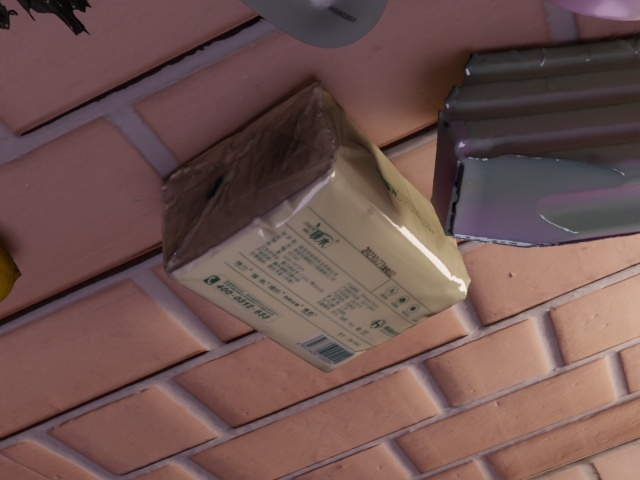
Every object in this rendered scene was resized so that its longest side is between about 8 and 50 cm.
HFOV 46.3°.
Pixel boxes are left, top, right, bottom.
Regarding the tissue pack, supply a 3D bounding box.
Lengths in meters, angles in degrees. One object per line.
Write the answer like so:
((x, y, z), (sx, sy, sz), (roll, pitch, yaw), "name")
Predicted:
((0.000, 0.000, 1.078), (0.297, 0.207, 0.380), (-30, 136, 18), "tissue pack")

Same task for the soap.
((0.363, -0.137, 1.004), (0.447, 0.261, 0.156), (-8, 141, -10), "soap")

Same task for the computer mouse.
((-0.023, -0.302, 0.847), (0.231, 0.079, 0.128), (21, 125, -30), "computer mouse")

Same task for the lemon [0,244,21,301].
((-0.489, 0.043, 1.045), (0.133, 0.109, 0.109), (13, 131, -36), "lemon")

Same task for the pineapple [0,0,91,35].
((-0.381, -0.289, 0.708), (0.365, 0.165, 0.165), (-2, 137, -28), "pineapple")

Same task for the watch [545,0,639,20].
((0.282, -0.343, 0.787), (0.249, 0.217, 0.210), (-5, 137, -13), "watch")
